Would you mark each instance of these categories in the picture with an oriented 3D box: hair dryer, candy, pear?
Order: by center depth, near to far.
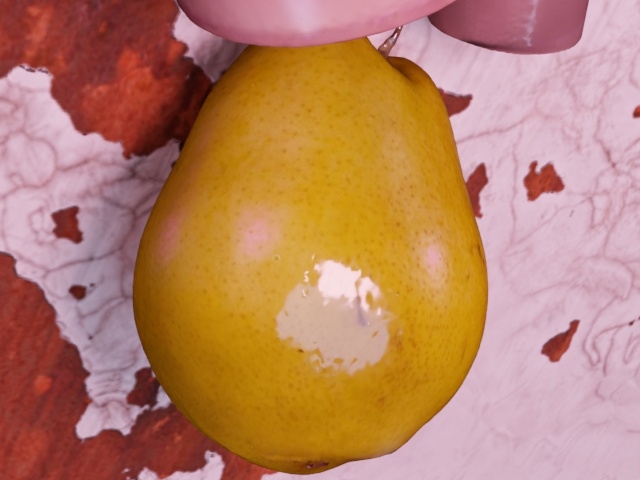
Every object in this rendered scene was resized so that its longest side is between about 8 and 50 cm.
[{"bbox_3d":[0.016,-0.225,0.845,0.255,0.255,0.094,-24,128,-9],"label":"candy"},{"bbox_3d":[-0.002,0.007,0.975,0.285,0.285,0.336,-5,120,-23],"label":"pear"},{"bbox_3d":[0.251,-0.285,1.020,0.352,0.125,0.210,-14,126,-29],"label":"hair dryer"}]
